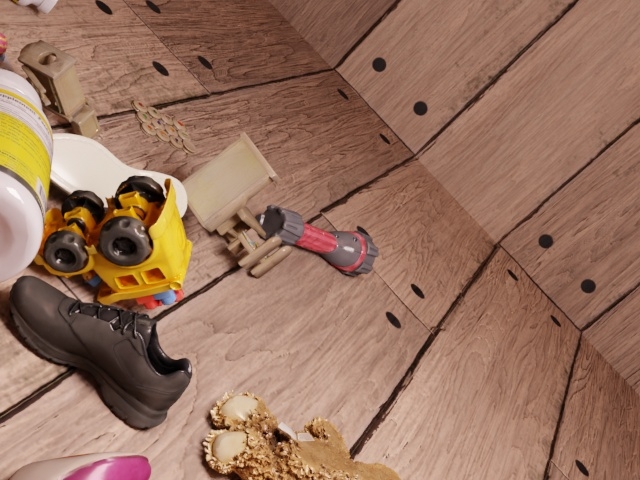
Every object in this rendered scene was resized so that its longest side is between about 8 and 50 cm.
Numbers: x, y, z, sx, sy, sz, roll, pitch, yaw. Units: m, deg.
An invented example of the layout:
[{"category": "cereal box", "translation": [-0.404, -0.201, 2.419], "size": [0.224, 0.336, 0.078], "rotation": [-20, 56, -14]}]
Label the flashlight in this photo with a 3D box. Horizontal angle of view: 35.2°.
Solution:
[{"category": "flashlight", "translation": [0.000, 0.000, 2.209], "size": [0.304, 0.103, 0.103], "rotation": [22, 35, -48]}]

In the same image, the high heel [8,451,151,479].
[{"category": "high heel", "translation": [-0.306, 0.341, 1.138], "size": [0.377, 0.127, 0.181], "rotation": [8, 72, -62]}]

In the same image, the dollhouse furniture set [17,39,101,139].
[{"category": "dollhouse furniture set", "translation": [-0.499, -0.227, 1.783], "size": [0.101, 0.182, 0.161], "rotation": [29, 60, 23]}]

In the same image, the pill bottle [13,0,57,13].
[{"category": "pill bottle", "translation": [-0.616, -0.542, 2.045], "size": [0.184, 0.103, 0.103], "rotation": [33, 25, -27]}]

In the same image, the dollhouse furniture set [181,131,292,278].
[{"category": "dollhouse furniture set", "translation": [-0.144, -0.079, 1.921], "size": [0.212, 0.161, 0.242], "rotation": [54, 3, 20]}]

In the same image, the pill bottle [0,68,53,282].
[{"category": "pill bottle", "translation": [-0.479, -0.105, 1.430], "size": [0.188, 0.188, 0.334], "rotation": [33, 25, -29]}]

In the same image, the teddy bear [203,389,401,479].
[{"category": "teddy bear", "translation": [-0.034, 0.360, 1.557], "size": [0.338, 0.113, 0.245], "rotation": [24, 23, -27]}]

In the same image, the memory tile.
[{"category": "memory tile", "translation": [-0.332, -0.241, 2.150], "size": [0.148, 0.012, 0.113], "rotation": [23, 32, -44]}]

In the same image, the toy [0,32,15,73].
[{"category": "toy", "translation": [-0.602, -0.353, 1.808], "size": [0.137, 0.056, 0.237], "rotation": [18, 35, -51]}]

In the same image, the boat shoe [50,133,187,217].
[{"category": "boat shoe", "translation": [-0.373, -0.097, 1.731], "size": [0.305, 0.091, 0.109], "rotation": [22, 68, -42]}]

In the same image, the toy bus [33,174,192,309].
[{"category": "toy bus", "translation": [-0.305, 0.028, 1.558], "size": [0.149, 0.220, 0.211], "rotation": [-87, 162, -54]}]

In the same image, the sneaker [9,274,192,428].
[{"category": "sneaker", "translation": [-0.300, 0.133, 1.415], "size": [0.286, 0.130, 0.109], "rotation": [39, 25, -13]}]
